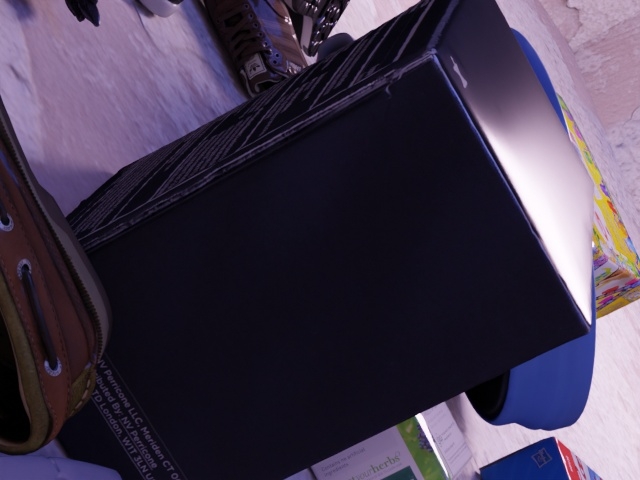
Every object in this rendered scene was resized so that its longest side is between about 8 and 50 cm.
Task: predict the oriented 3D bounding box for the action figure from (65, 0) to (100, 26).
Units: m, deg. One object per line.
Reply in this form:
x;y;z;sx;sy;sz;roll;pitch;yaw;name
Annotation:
-0.185;-0.247;1.101;0.276;0.141;0.164;19;55;-64;action figure

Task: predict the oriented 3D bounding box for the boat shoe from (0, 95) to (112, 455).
-0.202;-0.034;0.763;0.307;0.111;0.104;54;19;-19;boat shoe

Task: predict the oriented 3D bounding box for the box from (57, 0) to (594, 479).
0.000;0.000;0.978;0.182;0.294;0.296;58;18;-10;box

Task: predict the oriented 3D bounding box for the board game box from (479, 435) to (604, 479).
0.294;0.384;1.570;0.302;0.086;0.308;41;26;-48;board game box

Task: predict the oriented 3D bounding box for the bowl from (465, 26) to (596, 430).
0.165;-0.007;1.550;0.391;0.077;0.391;171;-90;-83;bowl

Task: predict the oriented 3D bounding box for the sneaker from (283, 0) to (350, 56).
-0.039;-0.277;1.633;0.124;0.107;0.283;30;-5;9;sneaker

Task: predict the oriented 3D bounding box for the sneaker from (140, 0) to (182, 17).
-0.119;-0.338;1.423;0.104;0.147;0.295;39;27;-48;sneaker

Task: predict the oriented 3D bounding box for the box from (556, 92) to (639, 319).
0.227;-0.051;1.913;0.279;0.177;0.290;27;39;-62;box

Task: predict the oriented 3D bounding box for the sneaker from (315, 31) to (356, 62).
0.047;-0.076;1.537;0.319;0.112;0.131;-110;174;-51;sneaker

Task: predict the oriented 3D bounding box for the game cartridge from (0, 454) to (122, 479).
-0.137;0.193;0.694;0.196;0.060;0.294;67;17;6;game cartridge

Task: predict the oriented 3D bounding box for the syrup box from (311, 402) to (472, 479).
0.013;0.088;1.218;0.237;0.093;0.096;62;17;2;syrup box

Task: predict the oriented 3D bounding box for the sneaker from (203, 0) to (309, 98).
-0.053;-0.177;1.494;0.188;0.066;0.071;56;19;-15;sneaker
